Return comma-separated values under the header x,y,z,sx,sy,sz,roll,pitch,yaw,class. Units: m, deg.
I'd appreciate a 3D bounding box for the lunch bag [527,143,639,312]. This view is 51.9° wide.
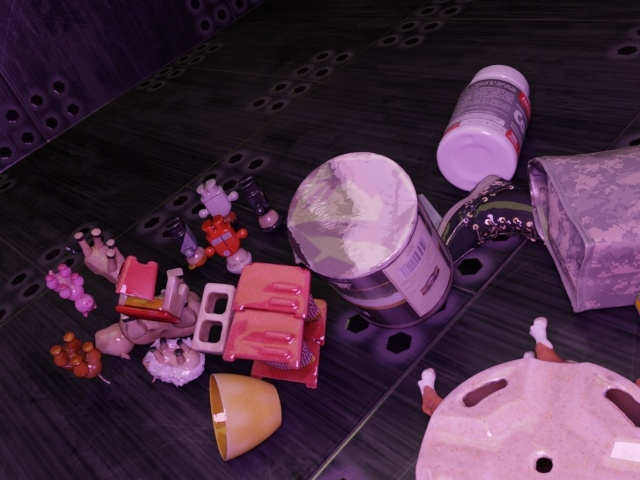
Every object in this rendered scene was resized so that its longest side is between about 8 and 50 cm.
x,y,z,sx,sy,sz,roll,pitch,yaw,class
0.478,-0.044,1.041,0.235,0.169,0.287,-8,41,5,lunch bag

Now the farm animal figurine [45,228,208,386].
x,y,z,sx,sy,sz,roll,pitch,yaw,class
-0.377,0.145,1.314,0.326,0.172,0.330,-1,51,1,farm animal figurine

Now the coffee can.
x,y,z,sx,sy,sz,roll,pitch,yaw,class
0.091,0.010,1.067,0.201,0.275,0.202,-9,64,19,coffee can

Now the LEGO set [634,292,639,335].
x,y,z,sx,sy,sz,roll,pitch,yaw,class
0.539,0.055,0.796,0.254,0.331,0.192,2,40,1,LEGO set

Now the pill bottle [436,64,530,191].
x,y,z,sx,sy,sz,roll,pitch,yaw,class
0.358,-0.247,1.402,0.161,0.161,0.283,-1,41,29,pill bottle

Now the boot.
x,y,z,sx,sy,sz,roll,pitch,yaw,class
0.330,-0.024,1.194,0.178,0.085,0.236,20,55,42,boot

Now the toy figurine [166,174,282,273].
x,y,z,sx,sy,sz,roll,pitch,yaw,class
-0.215,-0.031,1.481,0.209,0.148,0.213,-2,42,38,toy figurine

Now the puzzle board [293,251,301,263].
x,y,z,sx,sy,sz,roll,pitch,yaw,class
0.000,0.000,1.386,0.128,0.011,0.096,-28,19,3,puzzle board

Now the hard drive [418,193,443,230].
x,y,z,sx,sy,sz,roll,pitch,yaw,class
0.194,-0.039,1.345,0.094,0.022,0.135,-25,34,0,hard drive

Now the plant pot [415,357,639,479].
x,y,z,sx,sy,sz,roll,pitch,yaw,class
0.234,0.294,0.634,0.333,0.306,0.334,-16,36,12,plant pot

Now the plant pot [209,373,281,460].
x,y,z,sx,sy,sz,roll,pitch,yaw,class
-0.116,0.271,1.044,0.095,0.134,0.134,-7,30,-18,plant pot

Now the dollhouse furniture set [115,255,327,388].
x,y,z,sx,sy,sz,roll,pitch,yaw,class
-0.184,0.129,1.077,0.373,0.201,0.152,5,70,12,dollhouse furniture set

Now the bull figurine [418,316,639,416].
x,y,z,sx,sy,sz,roll,pitch,yaw,class
0.285,0.216,0.890,0.310,0.101,0.188,-21,31,0,bull figurine
